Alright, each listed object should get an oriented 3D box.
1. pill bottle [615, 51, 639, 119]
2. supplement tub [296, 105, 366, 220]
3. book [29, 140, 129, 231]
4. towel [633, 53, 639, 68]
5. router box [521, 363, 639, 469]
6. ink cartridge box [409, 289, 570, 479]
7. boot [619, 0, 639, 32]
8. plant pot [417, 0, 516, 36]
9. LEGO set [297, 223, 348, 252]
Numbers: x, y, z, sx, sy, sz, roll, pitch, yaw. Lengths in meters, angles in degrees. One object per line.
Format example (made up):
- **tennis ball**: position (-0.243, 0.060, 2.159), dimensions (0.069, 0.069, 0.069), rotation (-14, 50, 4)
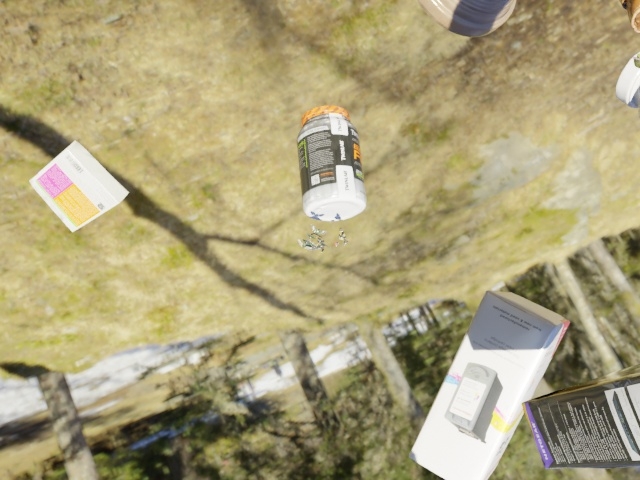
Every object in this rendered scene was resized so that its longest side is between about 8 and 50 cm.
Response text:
- **pill bottle**: position (0.706, -0.257, 1.334), dimensions (0.152, 0.272, 0.152), rotation (-25, 137, -25)
- **supplement tub**: position (0.018, -0.141, 1.286), dimensions (0.116, 0.191, 0.117), rotation (-5, 161, -2)
- **book**: position (-0.336, -0.073, 0.971), dimensions (0.144, 0.096, 0.035), rotation (-18, -151, 47)
- **towel**: position (0.432, -0.213, 0.875), dimensions (0.060, 0.083, 0.010), rotation (1, 109, -64)
- **router box**: position (0.399, 0.146, 0.713), dimensions (0.308, 0.081, 0.243), rotation (-13, 164, -16)
- **ink cartridge box**: position (0.294, 0.247, 1.208), dimensions (0.226, 0.131, 0.306), rotation (8, 107, -66)
- **boot**: position (0.326, -0.249, 0.553), dimensions (0.197, 0.153, 0.073), rotation (-25, 132, 38)
- **plant pot**: position (0.279, -0.501, 1.275), dimensions (0.237, 0.238, 0.109), rotation (-18, 175, -28)
- **LEGO set**: position (0.002, 0.002, 1.127), dimensions (0.083, 0.054, 0.023), rotation (9, 140, -12)
